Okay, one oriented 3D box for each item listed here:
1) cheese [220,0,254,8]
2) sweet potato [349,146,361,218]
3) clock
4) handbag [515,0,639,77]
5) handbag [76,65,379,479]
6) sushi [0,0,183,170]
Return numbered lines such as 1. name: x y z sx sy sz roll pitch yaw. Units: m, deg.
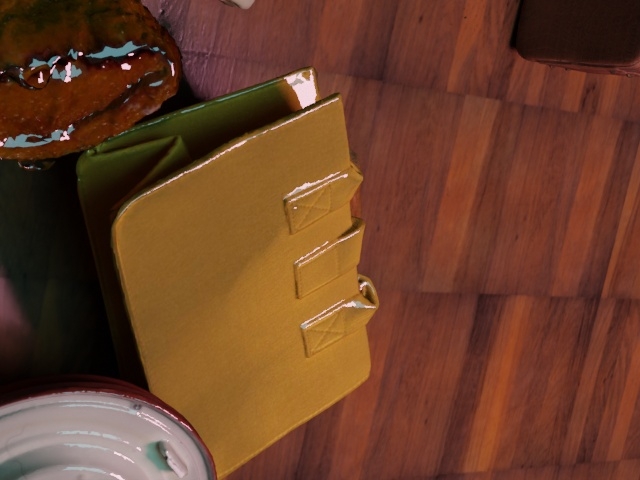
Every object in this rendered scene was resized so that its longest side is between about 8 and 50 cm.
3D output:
1. cheese: -0.138 -0.284 1.471 0.194 0.065 0.043 30 92 -44
2. sweet potato: 0.000 0.000 1.674 0.097 0.097 0.252 -20 120 -35
3. clock: -0.257 0.263 1.467 0.318 0.080 0.318 -10 130 -13
4. handbag: 0.335 -0.274 1.796 0.072 0.193 0.151 5 97 -43
5. handbag: -0.081 0.039 1.531 0.283 0.133 0.401 -24 131 -19
6. sushi: -0.253 -0.177 1.361 0.296 0.179 0.167 -15 139 -20
